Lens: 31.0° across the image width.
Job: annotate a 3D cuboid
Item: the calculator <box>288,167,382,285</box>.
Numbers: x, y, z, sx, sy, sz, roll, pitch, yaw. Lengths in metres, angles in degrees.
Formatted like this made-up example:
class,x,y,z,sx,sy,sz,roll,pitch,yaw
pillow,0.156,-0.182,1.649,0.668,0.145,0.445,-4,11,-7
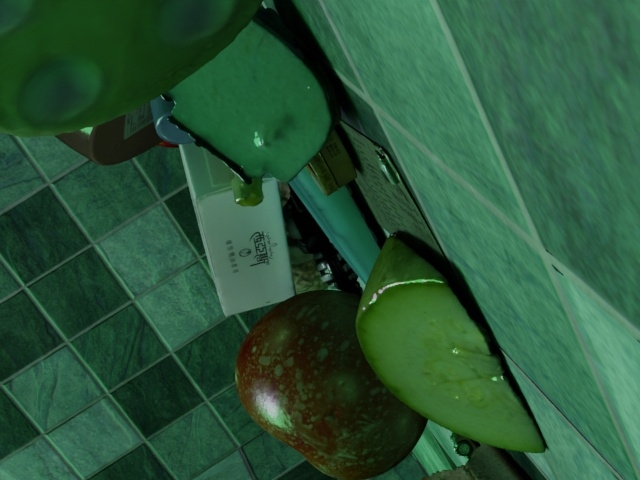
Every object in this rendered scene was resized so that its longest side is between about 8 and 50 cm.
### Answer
class,x,y,z,sx,sy,sz,roll,pitch,yaw
calculator,-0.014,-0.080,1.294,0.386,0.054,0.256,56,178,-30

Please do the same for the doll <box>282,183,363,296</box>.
class,x,y,z,sx,sy,sz,roll,pitch,yaw
doll,0.000,0.000,1.619,0.219,0.067,0.091,61,-173,-22

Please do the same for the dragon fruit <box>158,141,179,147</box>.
class,x,y,z,sx,sy,sz,roll,pitch,yaw
dragon fruit,-0.256,-0.248,1.943,0.268,0.210,0.205,53,-163,-29

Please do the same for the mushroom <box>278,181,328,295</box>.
class,x,y,z,sx,sy,sz,roll,pitch,yaw
mushroom,-0.090,-0.016,1.889,0.267,0.164,0.189,57,175,1

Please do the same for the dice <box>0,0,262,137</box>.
class,x,y,z,sx,sy,sz,roll,pitch,yaw
dice,-0.193,-0.243,0.767,0.254,0.249,0.252,56,175,25

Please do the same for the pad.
class,x,y,z,sx,sy,sz,roll,pitch,yaw
pad,0.053,-0.043,1.058,0.160,0.009,0.265,59,176,-22

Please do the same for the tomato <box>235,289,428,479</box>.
class,x,y,z,sx,sy,sz,roll,pitch,yaw
tomato,0.029,0.181,1.554,0.270,0.223,0.270,38,-172,-6

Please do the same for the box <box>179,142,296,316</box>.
class,x,y,z,sx,sy,sz,roll,pitch,yaw
box,-0.117,-0.060,1.575,0.274,0.116,0.203,83,171,-52

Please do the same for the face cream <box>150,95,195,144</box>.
class,x,y,z,sx,sy,sz,roll,pitch,yaw
face cream,-0.203,-0.289,1.483,0.136,0.086,0.385,63,-170,-56

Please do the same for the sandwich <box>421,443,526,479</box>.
class,x,y,z,sx,sy,sz,roll,pitch,yaw
sandwich,0.201,0.320,1.333,0.186,0.108,0.220,54,177,35

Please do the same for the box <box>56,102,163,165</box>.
class,x,y,z,sx,sy,sz,roll,pitch,yaw
box,-0.299,-0.266,1.673,0.216,0.301,0.301,45,173,13

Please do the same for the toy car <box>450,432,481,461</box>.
class,x,y,z,sx,sy,sz,roll,pitch,yaw
toy car,0.217,0.301,1.539,0.122,0.035,0.059,48,175,7

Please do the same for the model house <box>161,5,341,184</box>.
class,x,y,z,sx,sy,sz,roll,pitch,yaw
model house,-0.049,-0.142,0.994,0.148,0.119,0.149,36,-155,-8

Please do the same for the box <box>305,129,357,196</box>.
class,x,y,z,sx,sy,sz,roll,pitch,yaw
box,-0.006,-0.094,1.092,0.106,0.037,0.105,58,177,5

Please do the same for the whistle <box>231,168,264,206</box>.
class,x,y,z,sx,sy,sz,roll,pitch,yaw
whistle,-0.094,-0.135,1.403,0.104,0.057,0.198,55,-159,-63

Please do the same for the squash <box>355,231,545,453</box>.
class,x,y,z,sx,sy,sz,roll,pitch,yaw
squash,0.114,0.067,1.081,0.204,0.155,0.237,0,132,40
